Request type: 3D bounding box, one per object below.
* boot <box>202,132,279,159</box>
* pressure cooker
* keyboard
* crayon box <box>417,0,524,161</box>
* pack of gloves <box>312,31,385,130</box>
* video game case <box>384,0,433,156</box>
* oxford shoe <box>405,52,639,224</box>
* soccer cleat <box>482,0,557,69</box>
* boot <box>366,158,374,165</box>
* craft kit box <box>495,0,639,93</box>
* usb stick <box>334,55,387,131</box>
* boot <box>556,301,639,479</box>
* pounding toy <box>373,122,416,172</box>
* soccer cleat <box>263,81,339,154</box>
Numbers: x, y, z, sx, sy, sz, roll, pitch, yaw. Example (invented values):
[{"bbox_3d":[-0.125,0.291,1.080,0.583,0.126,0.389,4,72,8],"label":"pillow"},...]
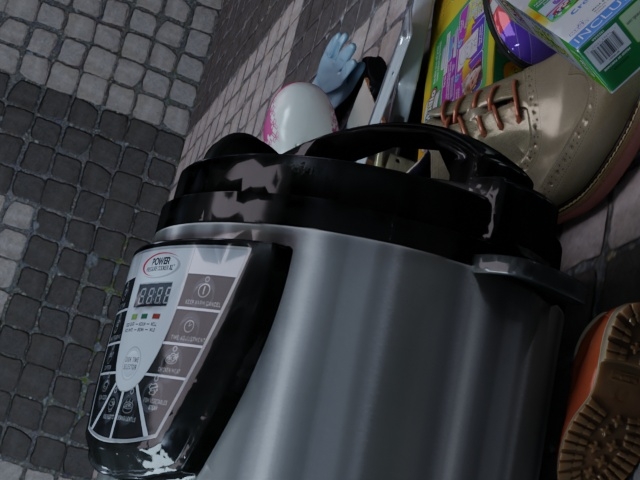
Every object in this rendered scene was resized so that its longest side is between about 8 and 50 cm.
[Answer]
[{"bbox_3d":[0.004,0.000,1.423,0.260,0.131,0.348,-30,77,50],"label":"boot"},{"bbox_3d":[0.015,0.101,1.052,0.375,0.369,0.420,74,-152,-76],"label":"pressure cooker"},{"bbox_3d":[0.067,-0.150,1.468,0.072,0.014,0.256,-74,3,-56],"label":"keyboard"},{"bbox_3d":[0.187,-0.205,1.369,0.165,0.081,0.278,130,153,-53],"label":"crayon box"},{"bbox_3d":[0.041,-0.180,1.835,0.232,0.046,0.195,117,138,-52],"label":"pack of gloves"},{"bbox_3d":[0.111,-0.217,1.578,0.285,0.025,0.204,99,-177,-69],"label":"video game case"},{"bbox_3d":[0.178,-0.090,1.145,0.397,0.146,0.140,-53,21,44],"label":"oxford shoe"},{"bbox_3d":[0.245,-0.322,1.269,0.116,0.108,0.318,137,151,-62],"label":"soccer cleat"},{"bbox_3d":[0.010,0.053,1.680,0.236,0.089,0.270,-50,24,39],"label":"boot"},{"bbox_3d":[0.274,-0.252,1.013,0.250,0.061,0.247,-42,25,9],"label":"craft kit box"},{"bbox_3d":[0.030,-0.173,1.926,0.278,0.045,0.077,124,150,-43],"label":"usb stick"},{"bbox_3d":[0.217,0.125,0.958,0.084,0.059,0.158,165,126,-81],"label":"boot"},{"bbox_3d":[0.079,-0.049,1.517,0.141,0.100,0.130,142,143,-62],"label":"pounding toy"},{"bbox_3d":[-0.024,-0.067,1.804,0.143,0.116,0.331,-108,19,-51],"label":"soccer cleat"}]
